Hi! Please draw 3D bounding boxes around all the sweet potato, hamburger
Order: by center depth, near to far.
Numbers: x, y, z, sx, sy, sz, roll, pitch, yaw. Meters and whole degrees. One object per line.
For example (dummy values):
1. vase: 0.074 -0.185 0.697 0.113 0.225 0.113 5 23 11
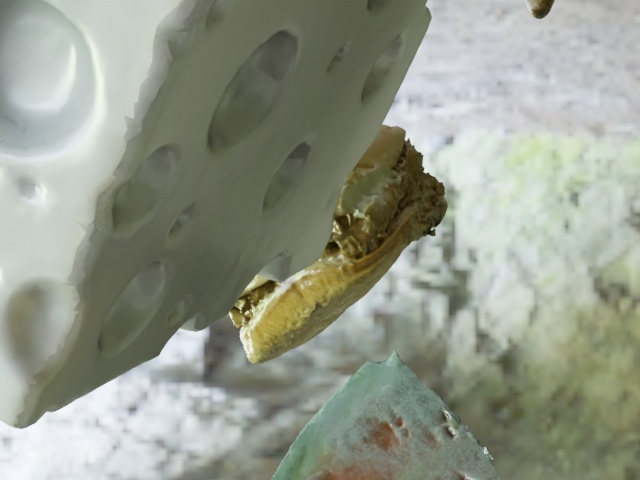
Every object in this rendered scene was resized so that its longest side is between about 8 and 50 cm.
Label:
1. hamburger: 0.000 0.000 0.964 0.147 0.083 0.138 -38 179 36
2. sweet potato: 0.160 -0.183 1.252 0.026 0.026 0.115 -2 -159 14

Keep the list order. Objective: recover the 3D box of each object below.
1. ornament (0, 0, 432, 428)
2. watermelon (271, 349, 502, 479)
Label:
1. ornament: -0.101 -0.117 0.648 0.239 0.240 0.240 33 -155 14
2. watermelon: 0.069 0.206 0.758 0.224 0.305 0.180 7 129 -50
